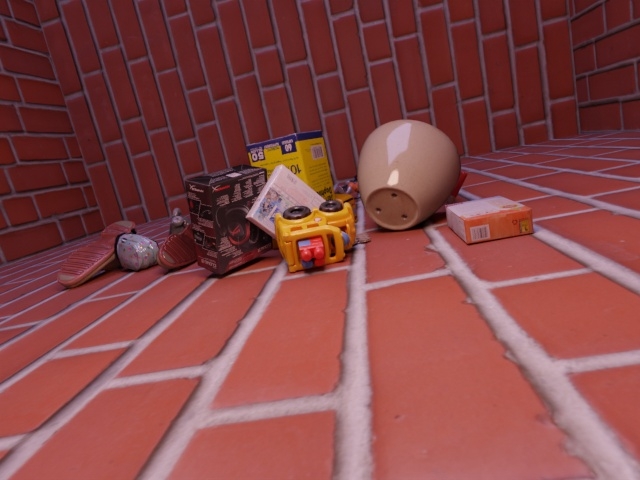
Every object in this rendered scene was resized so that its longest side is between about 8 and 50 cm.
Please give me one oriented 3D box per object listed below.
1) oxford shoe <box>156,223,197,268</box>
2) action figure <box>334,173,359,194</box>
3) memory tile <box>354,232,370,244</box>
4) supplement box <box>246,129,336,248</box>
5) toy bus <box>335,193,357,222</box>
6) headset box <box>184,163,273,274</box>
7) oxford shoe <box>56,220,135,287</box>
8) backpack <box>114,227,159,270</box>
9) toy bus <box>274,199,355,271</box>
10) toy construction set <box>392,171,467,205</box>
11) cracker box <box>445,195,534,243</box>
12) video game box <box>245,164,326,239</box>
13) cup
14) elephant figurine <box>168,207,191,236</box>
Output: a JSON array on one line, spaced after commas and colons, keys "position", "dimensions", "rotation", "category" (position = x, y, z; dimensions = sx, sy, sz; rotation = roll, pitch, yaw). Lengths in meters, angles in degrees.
[{"position": [-0.523, 0.046, 1.590], "dimensions": [0.130, 0.123, 0.348], "rotation": [-37, 9, 11], "category": "oxford shoe"}, {"position": [0.212, -0.268, 2.297], "dimensions": [0.341, 0.178, 0.330], "rotation": [-37, -7, 24], "category": "action figure"}, {"position": [0.076, 0.004, 1.330], "dimensions": [0.148, 0.012, 0.113], "rotation": [-13, 11, 0], "category": "memory tile"}, {"position": [-0.082, -0.172, 1.476], "dimensions": [0.194, 0.356, 0.195], "rotation": [-7, 13, 28], "category": "supplement box"}, {"position": [-0.033, -0.110, 1.698], "dimensions": [0.333, 0.130, 0.108], "rotation": [-6, 14, 29], "category": "toy bus"}, {"position": [-0.256, -0.053, 1.275], "dimensions": [0.110, 0.293, 0.218], "rotation": [16, 30, 35], "category": "headset box"}, {"position": [-0.845, 0.077, 1.707], "dimensions": [0.141, 0.146, 0.397], "rotation": [11, 35, 14], "category": "oxford shoe"}, {"position": [-0.689, 0.048, 1.645], "dimensions": [0.182, 0.151, 0.115], "rotation": [10, 28, 32], "category": "backpack"}, {"position": [0.000, 0.000, 1.144], "dimensions": [0.220, 0.149, 0.211], "rotation": [-11, 24, -7], "category": "toy bus"}, {"position": [0.368, -0.184, 1.617], "dimensions": [0.258, 0.237, 0.309], "rotation": [15, 13, -34], "category": "toy construction set"}, {"position": [0.424, -0.058, 1.126], "dimensions": [0.156, 0.067, 0.232], "rotation": [-10, 12, 7], "category": "cracker box"}, {"position": [-0.091, -0.087, 1.291], "dimensions": [0.048, 0.205, 0.187], "rotation": [-3, 54, 55], "category": "video game box"}, {"position": [0.251, -0.170, 1.358], "dimensions": [0.331, 0.331, 0.237], "rotation": [-5, 39, 31], "category": "cup"}, {"position": [-0.533, -0.049, 1.913], "dimensions": [0.240, 0.186, 0.169], "rotation": [10, 41, -19], "category": "elephant figurine"}]
